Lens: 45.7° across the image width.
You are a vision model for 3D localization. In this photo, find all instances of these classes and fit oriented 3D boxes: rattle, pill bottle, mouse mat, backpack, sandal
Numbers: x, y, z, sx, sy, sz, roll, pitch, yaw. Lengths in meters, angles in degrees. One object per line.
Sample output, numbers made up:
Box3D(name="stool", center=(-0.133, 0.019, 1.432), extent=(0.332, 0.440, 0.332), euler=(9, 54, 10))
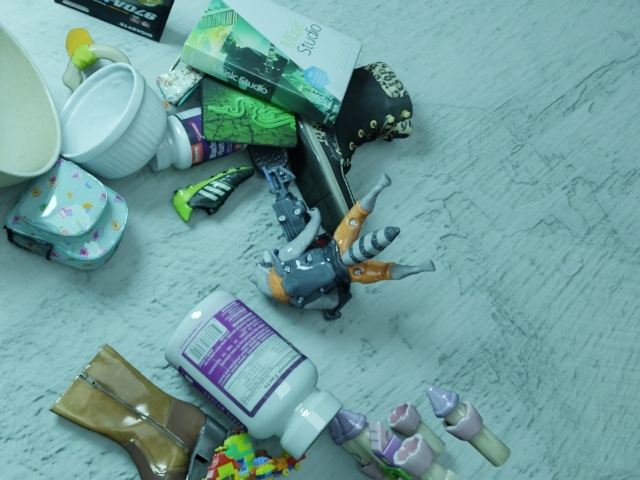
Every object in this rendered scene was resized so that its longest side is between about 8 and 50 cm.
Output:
Box3D(name="rattle", center=(-0.407, -0.322, 1.505), extent=(0.200, 0.143, 0.130), euler=(18, 100, -33))
Box3D(name="pill bottle", center=(-0.113, 0.239, 1.340), extent=(0.301, 0.169, 0.169), euler=(40, 62, 10))
Box3D(name="mouse mat", center=(-0.139, -0.252, 1.484), extent=(0.190, 0.007, 0.152), euler=(3, 64, -18))
Box3D(name="backpack", center=(-0.437, -0.042, 1.345), extent=(0.188, 0.144, 0.165), euler=(30, 60, -15))
Box3D(name="pill bottle", center=(-0.247, -0.202, 1.490), extent=(0.194, 0.108, 0.108), euler=(-23, 84, -26))
Box3D(name="sandal", center=(-0.138, -0.253, 1.584), extent=(0.097, 0.054, 0.254), euler=(-14, 83, -4))

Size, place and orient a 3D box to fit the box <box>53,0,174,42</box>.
Box3D(name="box", center=(-0.397, -0.488, 1.477), extent=(0.220, 0.175, 0.051), euler=(19, 67, -17))

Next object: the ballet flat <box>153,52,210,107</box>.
Box3D(name="ballet flat", center=(-0.243, -0.359, 1.539), extent=(0.077, 0.091, 0.241), euler=(44, 51, -6))

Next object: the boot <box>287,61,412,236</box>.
Box3D(name="boot", center=(0.073, -0.211, 1.616), extent=(0.284, 0.138, 0.377), euler=(-17, 75, -26))

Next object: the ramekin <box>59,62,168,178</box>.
Box3D(name="ramekin", center=(-0.376, -0.209, 1.389), extent=(0.109, 0.207, 0.207), euler=(41, 58, -44))

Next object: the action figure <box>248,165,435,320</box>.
Box3D(name="action figure", center=(0.000, 0.000, 1.433), extent=(0.341, 0.330, 0.178), euler=(59, 19, -10))

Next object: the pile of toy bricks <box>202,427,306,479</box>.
Box3D(name="pile of toy bricks", center=(-0.136, 0.383, 1.333), extent=(0.212, 0.118, 0.105), euler=(-9, 78, -48))

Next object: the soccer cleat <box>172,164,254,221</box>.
Box3D(name="soccer cleat", center=(-0.206, -0.094, 1.508), extent=(0.179, 0.060, 0.072), euler=(-26, 95, -21))

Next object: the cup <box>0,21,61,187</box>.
Box3D(name="cup", center=(-0.628, -0.206, 1.236), extent=(0.237, 0.331, 0.331), euler=(-24, 82, 17))

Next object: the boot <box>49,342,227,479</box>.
Box3D(name="boot", center=(-0.334, 0.352, 1.294), extent=(0.280, 0.096, 0.264), euler=(36, 64, -8))

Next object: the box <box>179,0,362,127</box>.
Box3D(name="box", center=(-0.090, -0.380, 1.529), extent=(0.322, 0.058, 0.232), euler=(22, 51, -6))

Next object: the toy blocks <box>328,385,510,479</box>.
Box3D(name="toy blocks", center=(0.117, 0.400, 1.365), extent=(0.260, 0.288, 0.309), euler=(44, 66, -9))
